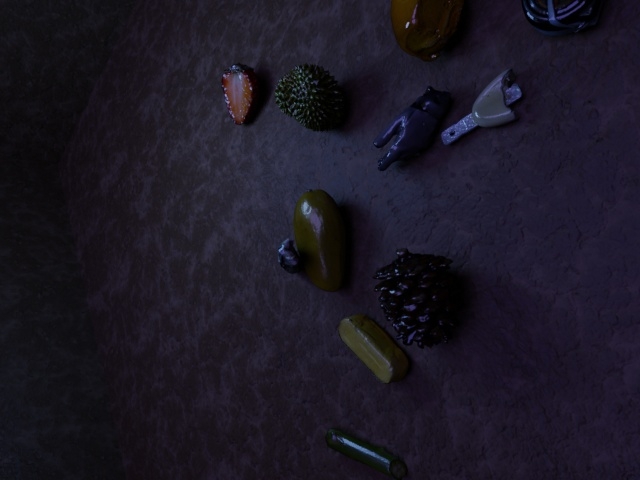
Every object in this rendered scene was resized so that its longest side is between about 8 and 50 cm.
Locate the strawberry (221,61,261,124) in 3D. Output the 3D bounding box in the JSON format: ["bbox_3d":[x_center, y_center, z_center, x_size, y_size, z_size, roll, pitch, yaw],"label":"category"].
[{"bbox_3d":[-0.301,-0.588,1.895,0.190,0.111,0.236,26,127,31],"label":"strawberry"}]

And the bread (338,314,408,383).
[{"bbox_3d":[0.154,0.316,1.381,0.245,0.094,0.102,42,122,38],"label":"bread"}]

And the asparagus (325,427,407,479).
[{"bbox_3d":[0.127,0.627,1.393,0.278,0.060,0.067,3,78,42],"label":"asparagus"}]

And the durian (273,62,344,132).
[{"bbox_3d":[-0.022,-0.458,1.531,0.177,0.237,0.200,13,79,37],"label":"durian"}]

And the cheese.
[{"bbox_3d":[0.417,-0.329,1.230,0.235,0.050,0.127,-30,67,35],"label":"cheese"}]

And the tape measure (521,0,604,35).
[{"bbox_3d":[0.564,-0.571,1.084,0.181,0.107,0.181,28,104,38],"label":"tape measure"}]

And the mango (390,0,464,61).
[{"bbox_3d":[0.294,-0.682,1.295,0.199,0.201,0.349,3,78,14],"label":"mango"}]

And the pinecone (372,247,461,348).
[{"bbox_3d":[0.258,0.146,1.222,0.224,0.224,0.272,-19,93,40],"label":"pinecone"}]

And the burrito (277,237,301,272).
[{"bbox_3d":[-0.101,0.061,1.544,0.066,0.309,0.096,-15,82,-3],"label":"burrito"}]

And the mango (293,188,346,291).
[{"bbox_3d":[-0.005,-0.003,1.523,0.195,0.142,0.331,1,96,57],"label":"mango"}]

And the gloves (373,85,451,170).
[{"bbox_3d":[0.252,-0.312,1.333,0.285,0.142,0.119,-52,27,27],"label":"gloves"}]
